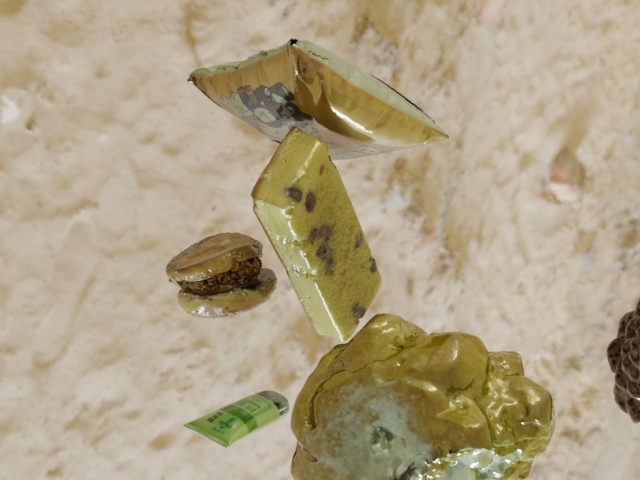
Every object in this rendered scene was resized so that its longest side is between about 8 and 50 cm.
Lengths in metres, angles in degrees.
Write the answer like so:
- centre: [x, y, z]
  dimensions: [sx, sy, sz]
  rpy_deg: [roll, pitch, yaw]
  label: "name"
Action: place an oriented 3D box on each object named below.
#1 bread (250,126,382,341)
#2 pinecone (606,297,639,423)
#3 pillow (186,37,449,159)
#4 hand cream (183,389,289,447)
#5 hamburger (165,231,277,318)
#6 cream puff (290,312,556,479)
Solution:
- centre: [0.000, 0.000, 1.702]
  dimensions: [0.138, 0.077, 0.361]
  rpy_deg: [-55, 144, -25]
  label: "bread"
- centre: [0.559, 0.178, 1.600]
  dimensions: [0.309, 0.244, 0.244]
  rpy_deg: [10, 107, -27]
  label: "pinecone"
- centre: [-0.010, -0.211, 1.725]
  dimensions: [0.312, 0.310, 0.119]
  rpy_deg: [26, 71, -33]
  label: "pillow"
- centre: [-0.123, 0.282, 1.761]
  dimensions: [0.175, 0.095, 0.046]
  rpy_deg: [-15, 118, -49]
  label: "hand cream"
- centre: [-0.163, 0.062, 1.782]
  dimensions: [0.113, 0.185, 0.177]
  rpy_deg: [67, 28, -16]
  label: "hamburger"
- centre: [0.122, 0.234, 1.416]
  dimensions: [0.323, 0.274, 0.270]
  rpy_deg: [-51, 156, 23]
  label: "cream puff"
